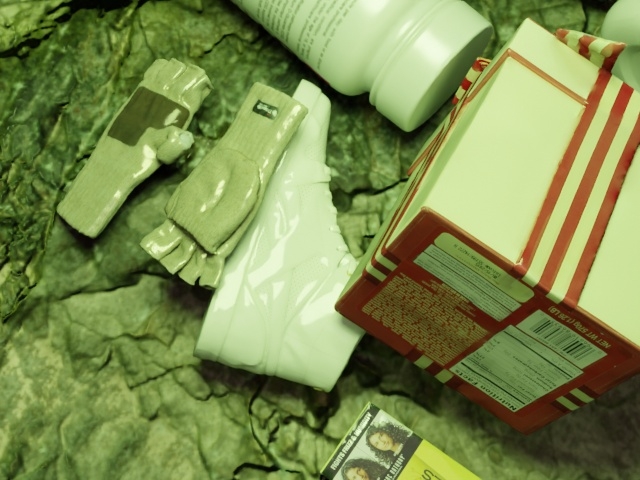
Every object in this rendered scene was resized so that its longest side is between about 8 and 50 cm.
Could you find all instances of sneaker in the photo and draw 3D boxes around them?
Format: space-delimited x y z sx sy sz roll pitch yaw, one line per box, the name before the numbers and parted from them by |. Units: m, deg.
sneaker | 0.000 0.000 1.084 0.169 0.108 0.293 19 77 -4

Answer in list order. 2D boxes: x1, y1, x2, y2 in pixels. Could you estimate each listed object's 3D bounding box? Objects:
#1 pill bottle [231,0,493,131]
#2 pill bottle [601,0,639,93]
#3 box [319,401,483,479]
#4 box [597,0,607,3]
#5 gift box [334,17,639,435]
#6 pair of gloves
pill bottle | 0.023 -0.248 1.110 0.283 0.160 0.160 42 79 10
pill bottle | 0.447 -0.253 1.101 0.323 0.181 0.181 -42 79 -10
box | 0.115 0.252 1.030 0.232 0.058 0.087 35 77 8
box | 0.210 -0.364 1.072 0.270 0.165 0.143 20 79 -10
gift box | 0.203 -0.017 0.961 0.255 0.276 0.258 36 58 -7
pair of gloves | -0.136 -0.072 1.078 0.240 0.042 0.204 21 78 38
